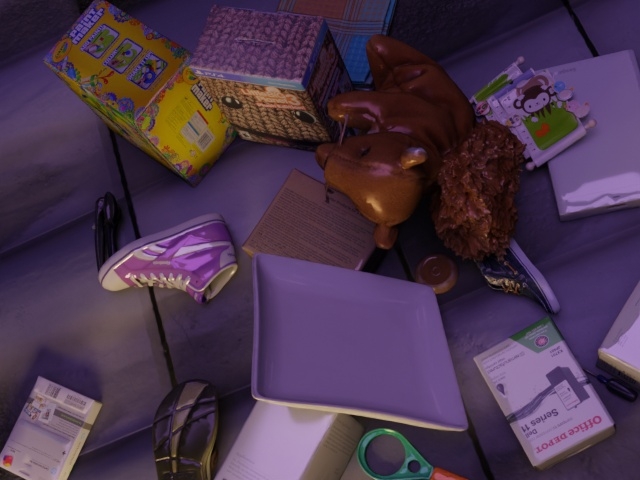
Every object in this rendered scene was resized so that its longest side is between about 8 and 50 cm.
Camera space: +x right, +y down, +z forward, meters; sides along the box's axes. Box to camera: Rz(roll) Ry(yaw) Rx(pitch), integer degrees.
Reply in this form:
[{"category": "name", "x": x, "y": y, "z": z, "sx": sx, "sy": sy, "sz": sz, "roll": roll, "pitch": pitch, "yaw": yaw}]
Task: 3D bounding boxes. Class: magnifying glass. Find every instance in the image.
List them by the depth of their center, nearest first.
[{"category": "magnifying glass", "x": 0.171, "y": 0.393, "z": 1.496, "sx": 0.231, "sy": 0.026, "sz": 0.092, "roll": 18, "pitch": 75, "yaw": 21}]

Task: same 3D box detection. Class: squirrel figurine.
[{"category": "squirrel figurine", "x": 0.182, "y": -0.132, "z": 1.508, "sx": 0.397, "sy": 0.370, "sz": 0.281, "roll": 24, "pitch": 116, "yaw": 0}]

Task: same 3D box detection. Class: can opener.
[{"category": "can opener", "x": -0.451, "y": -0.007, "z": 1.821, "sx": 0.059, "sy": 0.073, "sz": 0.186, "roll": -3, "pitch": 77, "yaw": 7}]

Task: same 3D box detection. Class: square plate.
[{"category": "square plate", "x": 0.050, "y": 0.170, "z": 1.447, "sx": 0.347, "sy": 0.049, "sz": 0.344, "roll": 12, "pitch": 35, "yaw": -13}]

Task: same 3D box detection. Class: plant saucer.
[{"category": "plant saucer", "x": 0.216, "y": 0.059, "z": 1.623, "sx": 0.083, "sy": 0.015, "sz": 0.083, "roll": -6, "pitch": 68, "yaw": 14}]

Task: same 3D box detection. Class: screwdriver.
[{"category": "screwdriver", "x": 0.463, "y": 0.224, "z": 1.486, "sx": 0.025, "sy": 0.024, "sz": 0.170, "roll": -33, "pitch": 52, "yaw": -32}]

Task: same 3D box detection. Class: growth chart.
[{"category": "growth chart", "x": 0.399, "y": -0.246, "z": 1.655, "sx": 0.172, "sy": 0.021, "sz": 0.237, "roll": -44, "pitch": 55, "yaw": 14}]

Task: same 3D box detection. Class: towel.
[{"category": "towel", "x": 0.028, "y": -0.497, "z": 1.890, "sx": 0.271, "sy": 0.040, "sz": 0.370, "roll": 10, "pitch": 72, "yaw": 19}]

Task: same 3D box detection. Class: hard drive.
[{"category": "hard drive", "x": 0.518, "y": -0.199, "z": 1.626, "sx": 0.203, "sy": 0.040, "sz": 0.307, "roll": -11, "pitch": 67, "yaw": 12}]

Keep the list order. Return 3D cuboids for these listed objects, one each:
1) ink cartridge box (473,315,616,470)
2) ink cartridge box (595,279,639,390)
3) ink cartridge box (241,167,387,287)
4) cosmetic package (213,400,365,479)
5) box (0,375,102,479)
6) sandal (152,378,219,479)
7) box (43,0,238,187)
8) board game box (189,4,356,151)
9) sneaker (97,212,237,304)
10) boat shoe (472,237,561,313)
[{"category": "ink cartridge box", "x": 0.374, "y": 0.256, "z": 1.452, "sx": 0.153, "sy": 0.087, "sz": 0.208, "roll": -31, "pitch": 64, "yaw": 8}, {"category": "ink cartridge box", "x": 0.645, "y": 0.132, "z": 1.405, "sx": 0.272, "sy": 0.130, "sz": 0.309, "roll": 31, "pitch": 80, "yaw": 23}, {"category": "ink cartridge box", "x": 0.000, "y": 0.000, "z": 1.668, "sx": 0.234, "sy": 0.088, "sz": 0.193, "roll": 29, "pitch": 78, "yaw": 24}, {"category": "cosmetic package", "x": -0.050, "y": 0.367, "z": 1.458, "sx": 0.138, "sy": 0.224, "sz": 0.225, "roll": 25, "pitch": 77, "yaw": 22}, {"category": "box", "x": -0.530, "y": 0.377, "z": 1.698, "sx": 0.145, "sy": 0.038, "sz": 0.186, "roll": 17, "pitch": 73, "yaw": 22}, {"category": "sandal", "x": -0.240, "y": 0.404, "z": 1.584, "sx": 0.120, "sy": 0.086, "sz": 0.303, "roll": 1, "pitch": 84, "yaw": 10}, {"category": "box", "x": -0.355, "y": -0.297, "z": 1.779, "sx": 0.279, "sy": 0.290, "sz": 0.177, "roll": 34, "pitch": 81, "yaw": 24}, {"category": "board game box", "x": -0.081, "y": -0.308, "z": 1.704, "sx": 0.232, "sy": 0.291, "sz": 0.141, "roll": 12, "pitch": 72, "yaw": 21}, {"category": "sneaker", "x": -0.300, "y": 0.068, "z": 1.724, "sx": 0.282, "sy": 0.102, "sz": 0.161, "roll": -25, "pitch": 67, "yaw": 5}, {"category": "boat shoe", "x": 0.349, "y": 0.074, "z": 1.556, "sx": 0.083, "sy": 0.065, "sz": 0.183, "roll": -34, "pitch": 57, "yaw": 3}]
